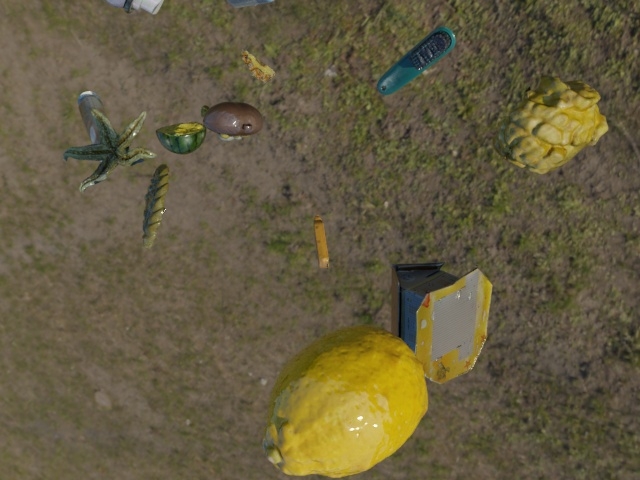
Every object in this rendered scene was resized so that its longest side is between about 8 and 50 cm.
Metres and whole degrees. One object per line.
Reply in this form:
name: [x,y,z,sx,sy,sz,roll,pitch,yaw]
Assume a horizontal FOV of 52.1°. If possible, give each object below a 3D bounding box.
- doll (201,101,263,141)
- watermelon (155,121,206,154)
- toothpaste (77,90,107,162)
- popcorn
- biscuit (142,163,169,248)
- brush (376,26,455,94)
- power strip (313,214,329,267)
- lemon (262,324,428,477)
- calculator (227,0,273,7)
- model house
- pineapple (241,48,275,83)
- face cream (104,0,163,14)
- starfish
doll: [-0.215,-0.293,1.598,0.145,0.188,0.096,5,105,-15]
watermelon: [-0.290,-0.214,1.381,0.106,0.105,0.062,8,117,28]
toothpaste: [-0.575,-0.300,1.682,0.323,0.066,0.100,54,135,49]
popcorn: [0.495,-0.252,1.416,0.190,0.250,0.250,50,137,-6]
biscuit: [-0.460,-0.121,1.836,0.036,0.273,0.187,16,118,-22]
brush: [0.154,-0.297,1.118,0.043,0.032,0.193,49,141,-8]
power strip: [0.000,0.000,1.860,0.028,0.178,0.049,-6,147,-3]
lemon: [0.020,0.133,0.537,0.114,0.155,0.114,47,154,31]
calculator: [-0.151,-0.519,1.280,0.210,0.039,0.121,22,148,54]
model house: [0.195,0.143,1.203,0.136,0.207,0.219,25,127,44]
pineapple: [-0.117,-0.324,1.241,0.019,0.045,0.083,-36,138,26]
face cream: [-0.317,-0.380,0.874,0.229,0.075,0.075,31,141,-15]
starfish: [-0.426,-0.196,1.309,0.208,0.053,0.175,-23,76,8]
